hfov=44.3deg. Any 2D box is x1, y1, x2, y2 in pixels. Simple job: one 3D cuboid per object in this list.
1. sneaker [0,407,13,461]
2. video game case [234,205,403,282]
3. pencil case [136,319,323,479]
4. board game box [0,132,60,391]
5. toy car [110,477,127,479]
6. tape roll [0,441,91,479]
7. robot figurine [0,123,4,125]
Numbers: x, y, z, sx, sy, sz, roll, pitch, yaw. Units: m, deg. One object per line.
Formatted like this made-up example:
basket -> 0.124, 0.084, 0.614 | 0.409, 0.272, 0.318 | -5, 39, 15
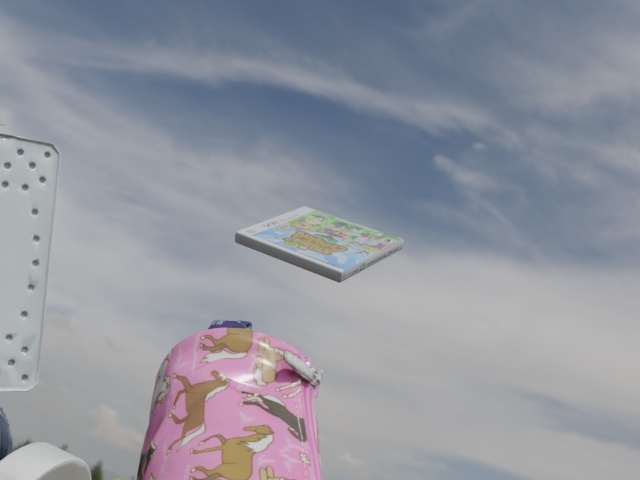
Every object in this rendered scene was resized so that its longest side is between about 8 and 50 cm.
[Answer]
sneaker -> -0.671, 0.320, 1.460 | 0.112, 0.131, 0.319 | -5, -70, 12
video game case -> 0.000, 0.000, 1.301 | 0.212, 0.023, 0.193 | 20, 26, 30
pencil case -> -0.067, 0.228, 0.630 | 0.160, 0.386, 0.167 | 20, -65, -15
board game box -> -0.594, 0.016, 1.137 | 0.389, 0.390, 0.050 | 9, -12, -33
toy car -> -0.218, 0.417, 1.183 | 0.188, 0.155, 0.149 | -20, 10, -29
tape roll -> -0.505, 0.513, 1.250 | 0.072, 0.392, 0.392 | 21, -20, 12
robot figurine -> -0.696, -0.243, 1.572 | 0.115, 0.067, 0.101 | 11, 9, -10
